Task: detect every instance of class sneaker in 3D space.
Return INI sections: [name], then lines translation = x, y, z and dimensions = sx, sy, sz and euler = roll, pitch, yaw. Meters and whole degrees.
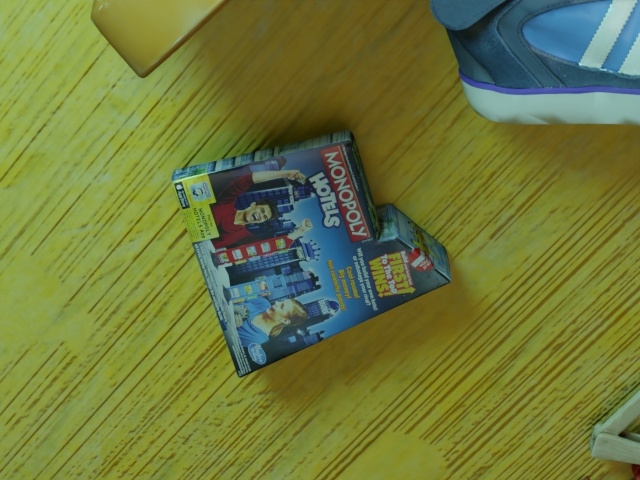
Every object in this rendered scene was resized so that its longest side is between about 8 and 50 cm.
[sneaker]
translation = 0.226, -0.207, 1.068
dimensions = 0.323, 0.130, 0.236
euler = -2, 123, 22

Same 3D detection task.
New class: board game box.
[board game box]
translation = 0.000, 0.000, 1.253
dimensions = 0.194, 0.060, 0.194
euler = -13, 120, 5

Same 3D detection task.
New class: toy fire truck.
[toy fire truck]
translation = 0.286, 0.192, 1.381
dimensions = 0.192, 0.047, 0.135
euler = -33, 115, 18

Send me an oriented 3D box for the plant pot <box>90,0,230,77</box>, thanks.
[plant pot]
translation = -0.108, -0.246, 1.039
dimensions = 0.205, 0.205, 0.188
euler = -39, 99, 20
